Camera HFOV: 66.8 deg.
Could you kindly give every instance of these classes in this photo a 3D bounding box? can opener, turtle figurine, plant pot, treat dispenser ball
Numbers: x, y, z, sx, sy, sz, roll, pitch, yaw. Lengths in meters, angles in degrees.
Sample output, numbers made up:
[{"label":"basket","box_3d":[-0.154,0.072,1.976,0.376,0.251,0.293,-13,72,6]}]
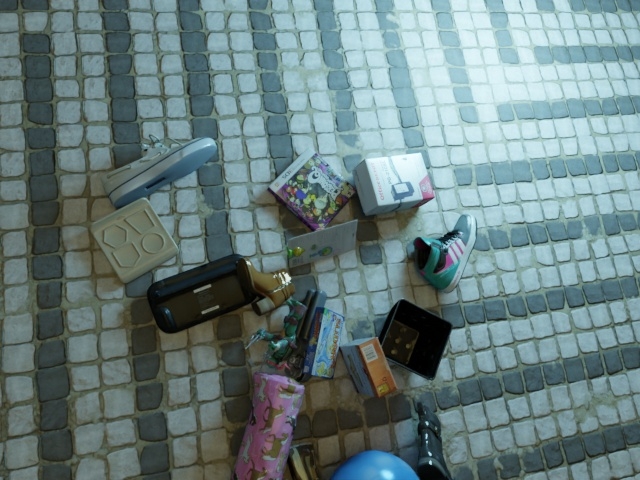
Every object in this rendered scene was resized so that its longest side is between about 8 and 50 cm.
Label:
[{"label":"can opener","box_3d":[-0.034,0.298,1.524,0.095,0.076,0.283,33,68,-37]},{"label":"turtle figurine","box_3d":[-0.124,0.293,1.451,0.118,0.175,0.234,38,70,-25]},{"label":"plant pot","box_3d":[0.271,0.314,1.524,0.187,0.167,0.188,27,71,-4]},{"label":"treat dispenser ball","box_3d":[0.150,0.730,1.329,0.288,0.288,0.288,3,76,-12]}]

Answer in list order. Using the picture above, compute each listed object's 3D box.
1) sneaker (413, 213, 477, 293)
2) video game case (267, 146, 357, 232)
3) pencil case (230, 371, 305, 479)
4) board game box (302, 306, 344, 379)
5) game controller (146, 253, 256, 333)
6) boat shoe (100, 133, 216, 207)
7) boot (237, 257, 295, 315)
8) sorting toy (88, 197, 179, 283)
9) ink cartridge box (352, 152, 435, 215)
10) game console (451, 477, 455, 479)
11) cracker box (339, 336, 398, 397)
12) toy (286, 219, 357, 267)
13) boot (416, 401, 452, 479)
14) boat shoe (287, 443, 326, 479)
[{"label":"sneaker","box_3d":[0.412,0.012,1.660,0.178,0.124,0.295,28,73,-15]},{"label":"video game case","box_3d":[-0.025,-0.169,1.645,0.232,0.042,0.210,43,73,0]},{"label":"pencil case","box_3d":[-0.158,0.573,1.363,0.160,0.167,0.386,9,74,12]},{"label":"board game box","box_3d":[0.012,0.317,1.490,0.035,0.136,0.201,2,72,31]},{"label":"game controller","box_3d":[-0.357,0.161,1.488,0.319,0.067,0.166,-20,96,-16]},{"label":"boat shoe","box_3d":[-0.516,-0.256,1.522,0.367,0.136,0.156,-33,82,-8]},{"label":"boot","box_3d":[-0.166,0.118,1.501,0.152,0.073,0.197,-30,110,-37]},{"label":"sorting toy","box_3d":[-0.569,-0.001,1.489,0.193,0.038,0.208,-32,89,-18]},{"label":"ink cartridge box","box_3d":[0.249,-0.194,1.661,0.237,0.100,0.172,-10,79,-25]},{"label":"game console","box_3d":[0.409,0.937,1.472,0.293,0.173,0.250,46,102,2]},{"label":"cracker box","box_3d":[0.135,0.375,1.443,0.067,0.232,0.155,-20,81,-15]},{"label":"toy","box_3d":[0.000,0.000,1.579,0.237,0.137,0.056,-19,49,-18]},{"label":"boot","box_3d":[0.354,0.646,1.455,0.091,0.229,0.263,-18,113,19]},{"label":"boat shoe","box_3d":[-0.017,0.720,1.399,0.095,0.095,0.257,-13,79,-21]}]
